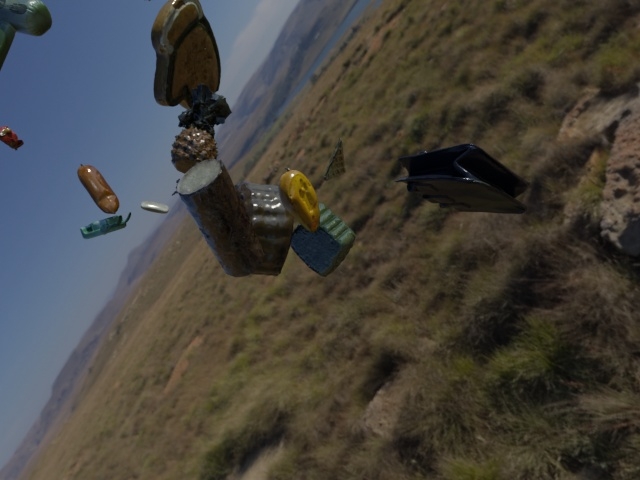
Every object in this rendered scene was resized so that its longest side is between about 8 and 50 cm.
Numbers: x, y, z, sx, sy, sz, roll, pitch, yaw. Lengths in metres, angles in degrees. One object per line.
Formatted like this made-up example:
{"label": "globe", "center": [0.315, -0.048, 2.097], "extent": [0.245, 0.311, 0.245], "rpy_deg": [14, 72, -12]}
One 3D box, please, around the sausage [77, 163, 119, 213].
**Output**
{"label": "sausage", "center": [-0.613, -0.141, 1.420], "extent": [0.062, 0.183, 0.054], "rpy_deg": [-36, -9, -26]}

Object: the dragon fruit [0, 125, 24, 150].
{"label": "dragon fruit", "center": [-1.264, -0.422, 2.067], "extent": [0.112, 0.126, 0.068], "rpy_deg": [22, 75, 47]}

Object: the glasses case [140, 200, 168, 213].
{"label": "glasses case", "center": [-0.514, -0.103, 1.590], "extent": [0.032, 0.083, 0.021], "rpy_deg": [-94, 20, -47]}

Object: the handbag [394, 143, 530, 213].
{"label": "handbag", "center": [0.365, -0.155, 1.348], "extent": [0.268, 0.325, 0.119], "rpy_deg": [2, 78, 45]}

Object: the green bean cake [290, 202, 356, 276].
{"label": "green bean cake", "center": [0.000, 0.000, 1.916], "extent": [0.125, 0.222, 0.227], "rpy_deg": [-40, -12, -46]}

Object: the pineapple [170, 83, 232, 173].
{"label": "pineapple", "center": [-0.291, -0.271, 1.247], "extent": [0.119, 0.110, 0.238], "rpy_deg": [58, -147, -61]}

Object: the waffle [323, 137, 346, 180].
{"label": "waffle", "center": [0.047, -0.305, 1.940], "extent": [0.097, 0.153, 0.023], "rpy_deg": [-21, 41, -14]}

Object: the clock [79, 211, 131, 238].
{"label": "clock", "center": [-0.596, -0.043, 1.444], "extent": [0.134, 0.041, 0.101], "rpy_deg": [-16, 7, 17]}

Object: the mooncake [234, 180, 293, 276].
{"label": "mooncake", "center": [-0.225, -0.039, 1.760], "extent": [0.324, 0.186, 0.325], "rpy_deg": [-174, 90, -66]}

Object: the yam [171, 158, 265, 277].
{"label": "yam", "center": [-0.225, -0.047, 1.172], "extent": [0.130, 0.280, 0.131], "rpy_deg": [-11, 42, 10]}

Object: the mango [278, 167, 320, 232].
{"label": "mango", "center": [-0.054, -0.108, 1.370], "extent": [0.101, 0.188, 0.066], "rpy_deg": [-39, 16, -36]}

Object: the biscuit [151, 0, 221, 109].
{"label": "biscuit", "center": [-0.382, -0.504, 1.466], "extent": [0.344, 0.057, 0.288], "rpy_deg": [79, -149, -56]}

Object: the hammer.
{"label": "hammer", "center": [-1.032, -0.646, 1.681], "extent": [0.119, 0.206, 0.336], "rpy_deg": [45, -117, -75]}
